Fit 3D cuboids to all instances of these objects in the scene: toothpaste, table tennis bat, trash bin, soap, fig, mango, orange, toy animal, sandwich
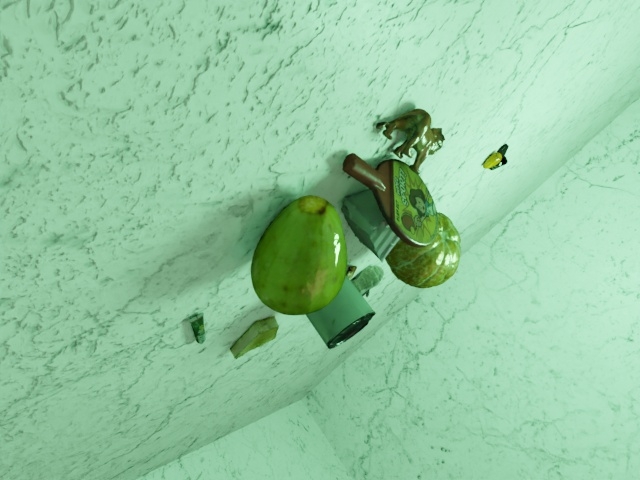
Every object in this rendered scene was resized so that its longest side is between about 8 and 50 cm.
[{"bbox_3d":[-0.387,0.286,1.370,0.049,0.031,0.204,-29,154,-27],"label":"toothpaste"},{"bbox_3d":[0.217,-0.130,1.236,0.415,0.268,0.051,27,145,-37],"label":"table tennis bat"},{"bbox_3d":[0.042,0.236,1.614,0.217,0.262,0.277,-18,150,-39],"label":"trash bin"},{"bbox_3d":[0.149,-0.024,1.418,0.258,0.159,0.302,-24,151,-41],"label":"soap"},{"bbox_3d":[-0.044,0.037,1.135,0.258,0.258,0.326,-14,135,-45],"label":"fig"},{"bbox_3d":[0.744,-0.344,1.863,0.060,0.046,0.089,-6,154,-49],"label":"mango"},{"bbox_3d":[0.393,0.024,1.665,0.329,0.329,0.249,-19,167,-39],"label":"orange"},{"bbox_3d":[0.275,-0.295,1.210,0.157,0.097,0.312,-52,154,5],"label":"toy animal"},{"bbox_3d":[-0.260,0.377,1.705,0.193,0.058,0.162,-23,151,-29],"label":"sandwich"}]

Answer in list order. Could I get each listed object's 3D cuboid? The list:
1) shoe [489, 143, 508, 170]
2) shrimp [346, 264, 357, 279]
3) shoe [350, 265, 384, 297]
[{"bbox_3d":[0.809,-0.358,1.924,0.071,0.049,0.179,-33,157,-10],"label":"shoe"},{"bbox_3d":[0.109,0.151,1.832,0.133,0.053,0.236,-33,160,-8],"label":"shrimp"},{"bbox_3d":[0.207,0.216,2.032,0.227,0.099,0.125,-33,150,0],"label":"shoe"}]
